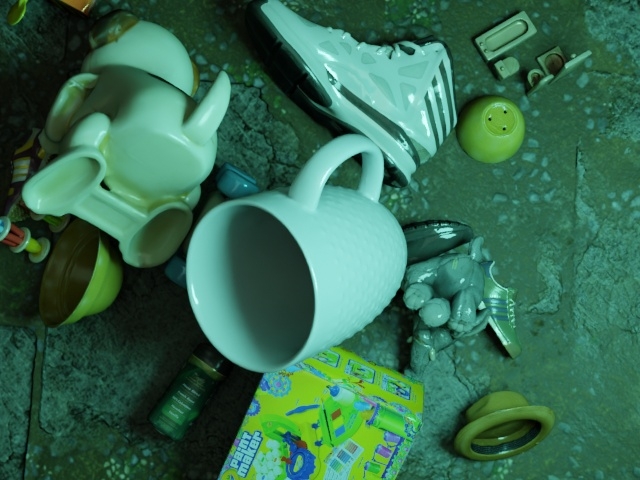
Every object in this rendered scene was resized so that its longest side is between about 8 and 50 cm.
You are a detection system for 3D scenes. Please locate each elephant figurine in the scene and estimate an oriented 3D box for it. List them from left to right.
[{"bbox_3d":[0.223,0.136,1.788,0.186,0.239,0.169,-9,56,1],"label":"elephant figurine"}]

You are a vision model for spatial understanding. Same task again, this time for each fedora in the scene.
[{"bbox_3d":[0.333,0.334,1.795,0.194,0.194,0.079,-13,48,-2],"label":"fedora"}]

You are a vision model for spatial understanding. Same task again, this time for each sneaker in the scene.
[{"bbox_3d":[-0.558,-0.124,1.844,0.084,0.069,0.185,31,85,19],"label":"sneaker"},{"bbox_3d":[0.079,-0.338,1.845,0.447,0.169,0.257,46,77,-5],"label":"sneaker"},{"bbox_3d":[0.153,0.038,1.832,0.286,0.109,0.130,-16,92,7],"label":"sneaker"},{"bbox_3d":[0.343,0.124,1.836,0.086,0.064,0.192,-34,83,1],"label":"sneaker"}]

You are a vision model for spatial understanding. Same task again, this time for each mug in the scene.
[{"bbox_3d":[0.000,0.000,1.593,0.276,0.328,0.374,32,119,28],"label":"mug"}]

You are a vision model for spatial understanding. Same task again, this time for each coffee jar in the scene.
[{"bbox_3d":[-0.237,0.275,1.795,0.079,0.096,0.184,35,86,3],"label":"coffee jar"}]

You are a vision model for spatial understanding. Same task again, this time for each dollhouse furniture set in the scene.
[{"bbox_3d":[0.400,-0.367,1.852,0.144,0.123,0.151,-31,86,-4],"label":"dollhouse furniture set"}]

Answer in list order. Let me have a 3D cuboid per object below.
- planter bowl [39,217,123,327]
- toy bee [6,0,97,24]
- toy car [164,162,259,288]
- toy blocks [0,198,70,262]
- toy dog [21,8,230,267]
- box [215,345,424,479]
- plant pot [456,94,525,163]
[{"bbox_3d":[-0.425,0.068,1.788,0.090,0.217,0.217,23,84,-35],"label":"planter bowl"},{"bbox_3d":[-0.567,-0.528,1.848,0.195,0.162,0.298,-44,112,-13],"label":"toy bee"},{"bbox_3d":[-0.128,0.013,1.780,0.238,0.210,0.219,30,95,-11],"label":"toy car"},{"bbox_3d":[-0.550,-0.039,1.790,0.054,0.148,0.123,29,84,40],"label":"toy blocks"},{"bbox_3d":[-0.333,-0.232,1.713,0.284,0.408,0.395,24,124,-30],"label":"toy dog"},{"bbox_3d":[-0.002,0.349,1.709,0.279,0.177,0.290,24,106,0],"label":"box"},{"bbox_3d":[0.334,-0.220,1.852,0.134,0.095,0.134,0,86,-2],"label":"plant pot"}]
